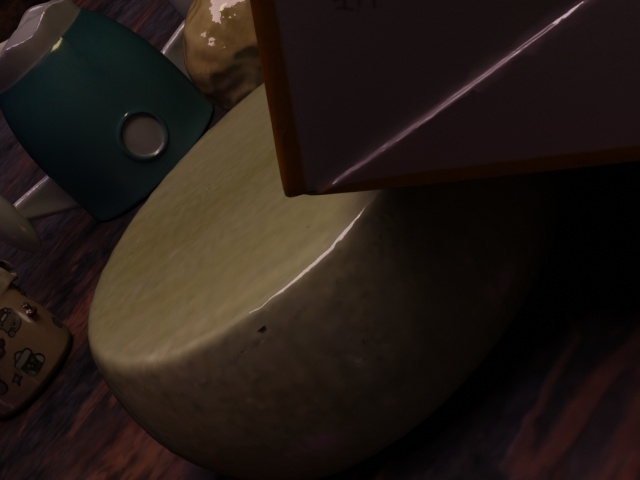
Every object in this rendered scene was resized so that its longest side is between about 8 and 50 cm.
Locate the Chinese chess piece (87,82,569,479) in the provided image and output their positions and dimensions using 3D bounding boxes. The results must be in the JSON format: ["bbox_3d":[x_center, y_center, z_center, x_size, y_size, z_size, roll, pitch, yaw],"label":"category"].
[{"bbox_3d":[0.000,0.000,0.558,0.250,0.101,0.250,-36,25,20],"label":"Chinese chess piece"}]

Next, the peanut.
[{"bbox_3d":[-0.009,-0.220,0.905,0.130,0.130,0.290,-16,38,49],"label":"peanut"}]

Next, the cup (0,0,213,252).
[{"bbox_3d":[-0.213,-0.131,1.034,0.299,0.173,0.167,-49,25,-10],"label":"cup"}]

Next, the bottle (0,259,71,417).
[{"bbox_3d":[-0.269,0.054,0.850,0.099,0.152,0.099,-37,23,19],"label":"bottle"}]

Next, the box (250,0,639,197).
[{"bbox_3d":[0.096,-0.194,0.383,0.260,0.283,0.213,-6,34,4],"label":"box"}]
